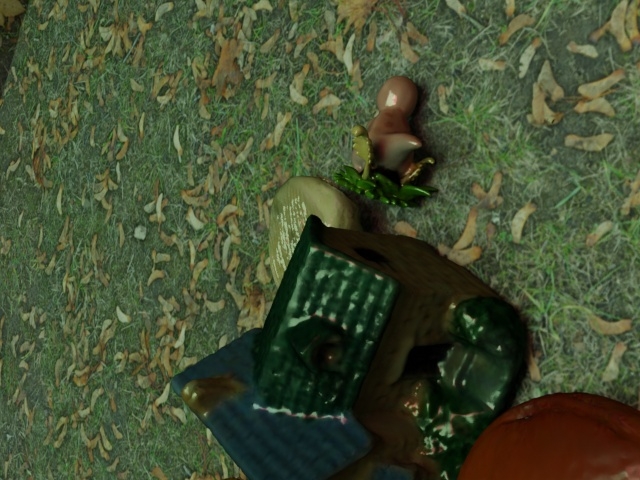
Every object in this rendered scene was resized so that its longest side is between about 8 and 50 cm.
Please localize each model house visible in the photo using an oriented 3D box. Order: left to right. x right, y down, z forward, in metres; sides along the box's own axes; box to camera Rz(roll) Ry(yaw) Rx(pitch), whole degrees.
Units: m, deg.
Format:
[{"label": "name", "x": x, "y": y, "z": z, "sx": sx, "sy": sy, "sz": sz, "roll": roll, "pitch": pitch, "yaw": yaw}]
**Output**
[{"label": "model house", "x": 0.026, "y": 0.191, "z": 1.238, "sx": 0.334, "sy": 0.342, "sz": 0.382, "roll": 38, "pitch": 112, "yaw": 45}]

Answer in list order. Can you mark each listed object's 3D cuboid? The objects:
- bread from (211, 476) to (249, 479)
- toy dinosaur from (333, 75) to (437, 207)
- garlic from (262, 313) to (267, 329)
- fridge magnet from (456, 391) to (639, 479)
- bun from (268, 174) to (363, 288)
[{"label": "bread", "x": -0.179, "y": 0.503, "z": 1.411, "sx": 0.398, "sy": 0.398, "sz": 0.216, "roll": -3, "pitch": 96, "yaw": 48}, {"label": "toy dinosaur", "x": 0.117, "y": -0.145, "z": 1.360, "sx": 0.194, "sy": 0.152, "sz": 0.177, "roll": -79, "pitch": 9, "yaw": -76}, {"label": "garlic", "x": -0.078, "y": 0.181, "z": 1.534, "sx": 0.131, "sy": 0.127, "sz": 0.194, "roll": -58, "pitch": 28, "yaw": 30}, {"label": "fridge magnet", "x": 0.296, "y": 0.354, "z": 1.050, "sx": 0.363, "sy": 0.155, "sz": 0.364, "roll": -9, "pitch": 78, "yaw": 48}, {"label": "bun", "x": 0.000, "y": 0.000, "z": 1.463, "sx": 0.237, "sy": 0.116, "sz": 0.210, "roll": -49, "pitch": 53, "yaw": 51}]
